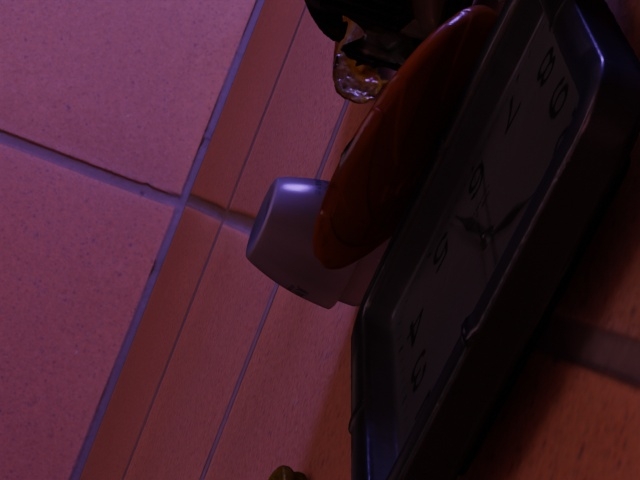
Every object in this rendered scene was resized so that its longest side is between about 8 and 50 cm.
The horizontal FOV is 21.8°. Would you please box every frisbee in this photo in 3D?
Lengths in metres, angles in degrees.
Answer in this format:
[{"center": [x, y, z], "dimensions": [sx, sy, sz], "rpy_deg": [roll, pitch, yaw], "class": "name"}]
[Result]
[{"center": [0.063, -0.057, 1.035], "dimensions": [0.192, 0.035, 0.192], "rpy_deg": [-51, -15, -20], "class": "frisbee"}]

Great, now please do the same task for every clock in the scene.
[{"center": [0.088, -0.002, 0.873], "dimensions": [0.279, 0.049, 0.273], "rpy_deg": [-88, 21, -66], "class": "clock"}]

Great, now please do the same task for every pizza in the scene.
[{"center": [0.048, -0.215, 1.532], "dimensions": [0.271, 0.056, 0.134], "rpy_deg": [-84, 16, -62], "class": "pizza"}]

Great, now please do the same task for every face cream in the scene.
[{"center": [0.000, 0.000, 1.216], "dimensions": [0.091, 0.095, 0.091], "rpy_deg": [-159, 90, -81], "class": "face cream"}]

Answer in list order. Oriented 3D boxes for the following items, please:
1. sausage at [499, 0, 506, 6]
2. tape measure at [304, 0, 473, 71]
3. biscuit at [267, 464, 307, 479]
[{"center": [0.156, -0.256, 1.103], "dimensions": [0.029, 0.029, 0.223], "rpy_deg": [158, 132, -77], "class": "sausage"}, {"center": [0.071, -0.240, 1.152], "dimensions": [0.231, 0.133, 0.271], "rpy_deg": [-25, -45, -76], "class": "tape measure"}, {"center": [-0.033, 0.202, 1.183], "dimensions": [0.084, 0.023, 0.084], "rpy_deg": [-157, 90, -80], "class": "biscuit"}]
